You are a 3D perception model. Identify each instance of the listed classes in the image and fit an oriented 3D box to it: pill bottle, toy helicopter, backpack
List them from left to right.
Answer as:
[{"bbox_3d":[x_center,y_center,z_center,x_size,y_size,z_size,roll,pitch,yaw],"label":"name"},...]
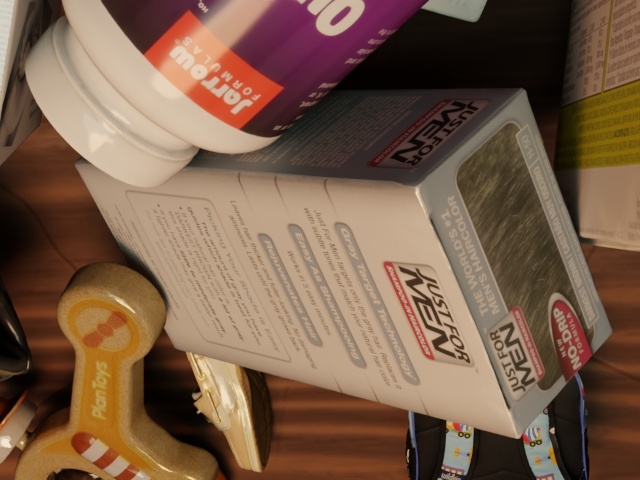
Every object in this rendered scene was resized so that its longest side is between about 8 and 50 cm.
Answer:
[{"bbox_3d":[-0.197,0.152,1.074,0.234,0.140,0.355,18,131,8],"label":"toy helicopter"},{"bbox_3d":[-0.031,-0.178,0.771,0.181,0.181,0.323,42,113,-17],"label":"pill bottle"},{"bbox_3d":[0.148,0.143,1.077,0.158,0.117,0.173,-4,119,7],"label":"backpack"}]

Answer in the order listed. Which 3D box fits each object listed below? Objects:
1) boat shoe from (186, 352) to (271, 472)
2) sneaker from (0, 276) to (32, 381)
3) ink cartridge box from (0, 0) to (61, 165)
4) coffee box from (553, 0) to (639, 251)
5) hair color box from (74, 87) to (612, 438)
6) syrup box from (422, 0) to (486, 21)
[{"bbox_3d":[-0.086,0.130,1.122,0.059,0.063,0.170,-7,112,15],"label":"boat shoe"},{"bbox_3d":[-0.296,0.104,1.010,0.087,0.130,0.228,-2,128,-34],"label":"sneaker"},{"bbox_3d":[-0.221,-0.114,0.876,0.045,0.223,0.224,12,104,-7],"label":"ink cartridge box"},{"bbox_3d":[0.341,-0.145,0.727,0.337,0.338,0.335,6,92,0],"label":"coffee box"},{"bbox_3d":[0.000,0.000,0.891,0.374,0.113,0.185,8,131,49],"label":"hair color box"},{"bbox_3d":[0.012,-0.240,0.892,0.236,0.093,0.096,16,119,-4],"label":"syrup box"}]
